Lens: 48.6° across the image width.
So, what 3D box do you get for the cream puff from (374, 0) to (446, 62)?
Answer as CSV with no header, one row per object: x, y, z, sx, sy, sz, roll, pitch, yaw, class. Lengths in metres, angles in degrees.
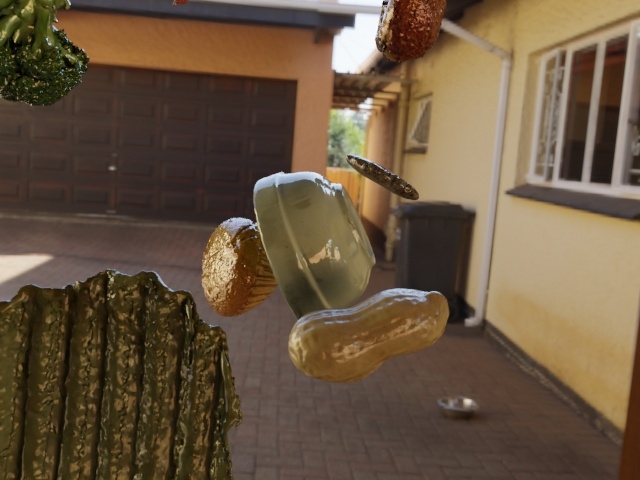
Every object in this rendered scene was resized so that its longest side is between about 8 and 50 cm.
0.222,-0.548,1.737,0.164,0.240,0.240,17,4,-11,cream puff

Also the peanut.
0.077,0.146,1.094,0.256,0.124,0.123,-14,10,-8,peanut

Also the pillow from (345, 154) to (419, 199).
0.177,-0.176,1.978,0.241,0.051,0.093,30,1,-6,pillow

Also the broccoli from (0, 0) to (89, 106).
-0.384,-0.258,0.903,0.195,0.156,0.195,30,10,-6,broccoli

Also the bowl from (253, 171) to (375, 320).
0.000,0.000,1.350,0.163,0.307,0.307,-23,3,9,bowl

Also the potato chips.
-0.273,0.247,0.880,0.358,0.429,0.070,5,6,8,potato chips

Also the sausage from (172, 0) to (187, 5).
-0.201,-0.521,1.326,0.029,0.223,0.029,41,-2,2,sausage

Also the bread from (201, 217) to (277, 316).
-0.180,0.064,1.610,0.139,0.240,0.240,15,1,-28,bread
